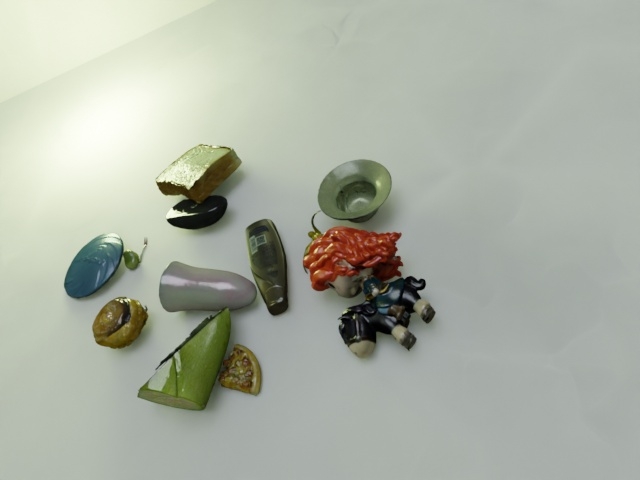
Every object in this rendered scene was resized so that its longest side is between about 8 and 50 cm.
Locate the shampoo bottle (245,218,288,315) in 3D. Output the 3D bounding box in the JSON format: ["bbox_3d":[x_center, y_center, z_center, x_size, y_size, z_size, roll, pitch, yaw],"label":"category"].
[{"bbox_3d":[-0.171,0.084,1.694,0.125,0.084,0.350,-24,51,6],"label":"shampoo bottle"}]

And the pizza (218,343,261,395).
[{"bbox_3d":[-0.242,0.395,1.516,0.134,0.046,0.175,-37,51,-8],"label":"pizza"}]

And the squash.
[{"bbox_3d":[-0.385,0.322,1.508,0.210,0.234,0.309,18,62,-12],"label":"squash"}]

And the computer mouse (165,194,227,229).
[{"bbox_3d":[-0.456,-0.099,1.932,0.269,0.087,0.138,-4,38,28],"label":"computer mouse"}]

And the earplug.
[{"bbox_3d":[-0.349,0.163,1.669,0.300,0.172,0.173,3,56,14],"label":"earplug"}]

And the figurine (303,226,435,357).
[{"bbox_3d":[0.138,0.139,1.473,0.306,0.241,0.412,-34,66,24],"label":"figurine"}]

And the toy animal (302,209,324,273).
[{"bbox_3d":[0.000,0.000,1.699,0.095,0.155,0.219,13,102,1],"label":"toy animal"}]

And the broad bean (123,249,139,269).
[{"bbox_3d":[-0.717,0.071,1.937,0.063,0.045,0.083,-38,56,5],"label":"broad bean"}]

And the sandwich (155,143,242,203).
[{"bbox_3d":[-0.482,-0.273,2.025,0.301,0.099,0.271,14,50,46],"label":"sandwich"}]

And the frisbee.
[{"bbox_3d":[-0.881,0.085,1.959,0.289,0.049,0.290,-16,51,21],"label":"frisbee"}]

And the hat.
[{"bbox_3d":[0.125,-0.135,1.711,0.256,0.130,0.258,-10,52,13],"label":"hat"}]

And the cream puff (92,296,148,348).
[{"bbox_3d":[-0.663,0.276,1.711,0.188,0.129,0.189,-15,53,21],"label":"cream puff"}]

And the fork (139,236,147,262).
[{"bbox_3d":[-0.685,0.038,1.970,0.016,0.012,0.115,-9,57,19],"label":"fork"}]
